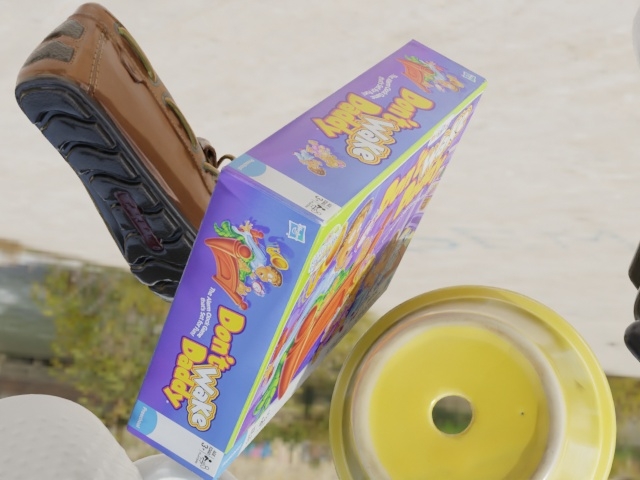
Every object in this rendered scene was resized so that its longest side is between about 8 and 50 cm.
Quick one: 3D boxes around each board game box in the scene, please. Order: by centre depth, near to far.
[{"bbox_3d":[0.000,0.000,0.986,0.078,0.233,0.347,30,-148,11],"label":"board game box"}]

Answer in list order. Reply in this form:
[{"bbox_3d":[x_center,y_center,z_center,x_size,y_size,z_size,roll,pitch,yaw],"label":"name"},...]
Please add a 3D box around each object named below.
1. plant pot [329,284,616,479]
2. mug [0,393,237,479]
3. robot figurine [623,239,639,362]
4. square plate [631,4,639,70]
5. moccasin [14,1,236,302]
[{"bbox_3d":[0.122,0.152,1.066,0.254,0.254,0.239,3,169,11],"label":"plant pot"},{"bbox_3d":[-0.253,0.356,1.434,0.374,0.276,0.328,-19,-146,-24],"label":"mug"},{"bbox_3d":[0.429,0.086,1.271,0.209,0.278,0.173,-40,144,10],"label":"robot figurine"},{"bbox_3d":[0.228,-0.129,0.494,0.049,0.347,0.344,18,127,-12],"label":"square plate"},{"bbox_3d":[-0.154,-0.062,1.247,0.139,0.147,0.380,-5,134,37],"label":"moccasin"}]
